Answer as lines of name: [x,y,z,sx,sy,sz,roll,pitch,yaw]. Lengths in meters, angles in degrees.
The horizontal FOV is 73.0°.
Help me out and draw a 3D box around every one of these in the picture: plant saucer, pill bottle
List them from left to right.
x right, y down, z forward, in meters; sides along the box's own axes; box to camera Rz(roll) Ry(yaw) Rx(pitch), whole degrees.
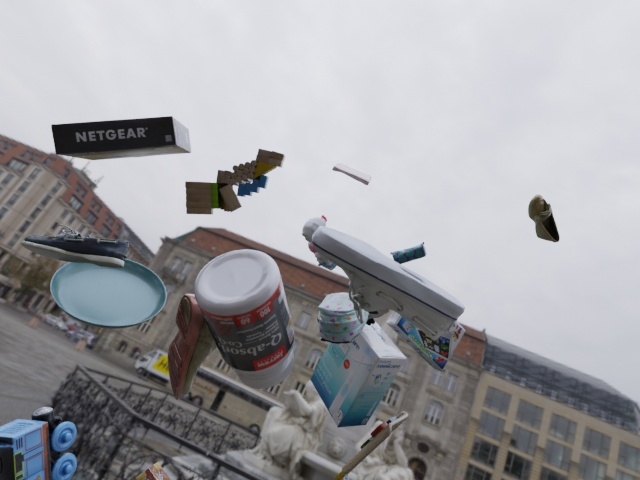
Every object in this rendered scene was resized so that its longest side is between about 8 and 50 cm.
plant saucer: [-0.632,0.158,1.306,0.318,0.317,0.043,26,-64,0]
pill bottle: [-0.181,0.219,1.142,0.210,0.210,0.362,14,-44,26]

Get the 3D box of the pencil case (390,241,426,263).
pencil case: [0.392,0.059,1.915,0.152,0.070,0.064,-17,-42,21]

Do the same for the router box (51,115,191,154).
router box: [-0.549,-0.288,1.241,0.309,0.081,0.243,-6,7,-6]

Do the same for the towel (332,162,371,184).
towel: [0.121,-0.247,1.626,0.144,0.029,0.197,23,16,3]

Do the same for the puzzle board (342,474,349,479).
puzzle board: [0.069,0.863,1.456,0.011,0.096,0.128,32,20,-17]

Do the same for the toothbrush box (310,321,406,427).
toothbrush box: [0.116,0.425,1.426,0.126,0.295,0.216,13,23,-35]

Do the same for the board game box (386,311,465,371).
board game box: [0.401,0.324,1.619,0.305,0.193,0.053,45,-20,-21]

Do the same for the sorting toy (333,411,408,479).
sorting toy: [0.141,0.666,1.383,0.041,0.307,0.229,47,11,23]

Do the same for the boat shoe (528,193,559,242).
boat shoe: [0.559,-0.053,1.076,0.048,0.056,0.153,37,-15,52]

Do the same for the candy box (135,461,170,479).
candy box: [-0.556,0.820,1.463,0.109,0.053,0.186,50,-23,11]

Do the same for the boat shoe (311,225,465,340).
boat shoe: [0.118,0.113,0.918,0.367,0.156,0.136,29,11,-17]

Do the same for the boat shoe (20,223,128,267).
boat shoe: [-0.631,0.012,1.121,0.255,0.079,0.095,9,-19,-1]

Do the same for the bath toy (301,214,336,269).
bath toy: [0.000,0.000,1.925,0.151,0.129,0.348,23,-20,22]

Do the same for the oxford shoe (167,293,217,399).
oxford shoe: [-0.356,0.323,1.276,0.147,0.397,0.140,0,39,-35]

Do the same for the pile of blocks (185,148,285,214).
pile of blocks: [-0.269,-0.180,1.422,0.112,0.362,0.148,-58,124,-85]

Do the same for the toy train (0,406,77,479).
toy train: [-0.416,0.341,0.623,0.080,0.184,0.105,-3,0,20]

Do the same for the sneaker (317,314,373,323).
sneaker: [0.091,0.205,1.381,0.224,0.083,0.098,-14,-66,6]

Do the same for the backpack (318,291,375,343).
backpack: [0.057,0.208,1.187,0.152,0.182,0.115,-6,-79,21]
